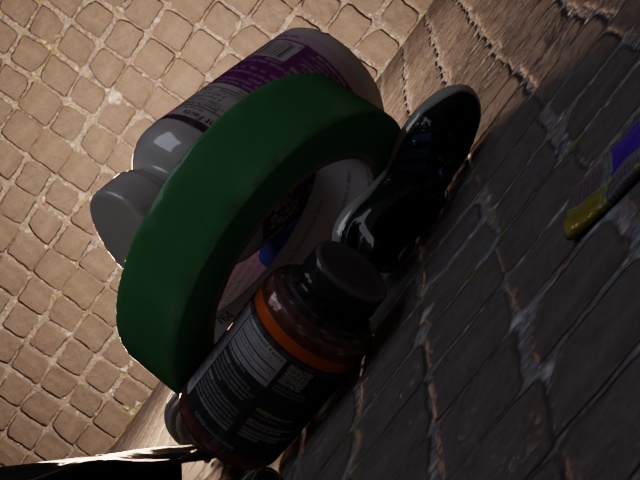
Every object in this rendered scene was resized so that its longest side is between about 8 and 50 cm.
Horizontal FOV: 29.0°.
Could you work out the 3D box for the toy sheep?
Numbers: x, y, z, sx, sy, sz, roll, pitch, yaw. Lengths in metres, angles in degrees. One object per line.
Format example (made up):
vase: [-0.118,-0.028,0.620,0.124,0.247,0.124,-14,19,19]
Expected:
toy sheep: [-0.143,0.203,1.442,0.091,0.091,0.132,-55,24,5]

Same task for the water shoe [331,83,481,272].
water shoe: [0.096,-0.051,1.126,0.203,0.073,0.080,-54,34,-8]

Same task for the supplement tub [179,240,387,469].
supplement tub: [-0.028,0.093,1.030,0.198,0.106,0.106,-52,7,25]

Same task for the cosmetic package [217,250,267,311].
cosmetic package: [-0.108,0.063,1.452,0.151,0.183,0.151,-58,6,-24]

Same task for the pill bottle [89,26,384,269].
pill bottle: [-0.085,-0.080,1.276,0.301,0.169,0.169,-41,-2,-29]

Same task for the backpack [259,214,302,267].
backpack: [0.000,0.000,1.366,0.120,0.101,0.098,-51,9,-22]

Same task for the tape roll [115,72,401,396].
tape roll: [-0.048,0.003,1.145,0.321,0.077,0.321,-42,-26,-27]

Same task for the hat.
hat: [-0.233,0.282,1.242,0.331,0.331,0.134,144,119,-73]

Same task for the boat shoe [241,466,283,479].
boat shoe: [-0.040,0.196,0.838,0.038,0.046,0.125,-52,10,31]

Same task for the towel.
towel: [0.164,-0.039,0.688,0.083,0.009,0.060,-51,6,39]
